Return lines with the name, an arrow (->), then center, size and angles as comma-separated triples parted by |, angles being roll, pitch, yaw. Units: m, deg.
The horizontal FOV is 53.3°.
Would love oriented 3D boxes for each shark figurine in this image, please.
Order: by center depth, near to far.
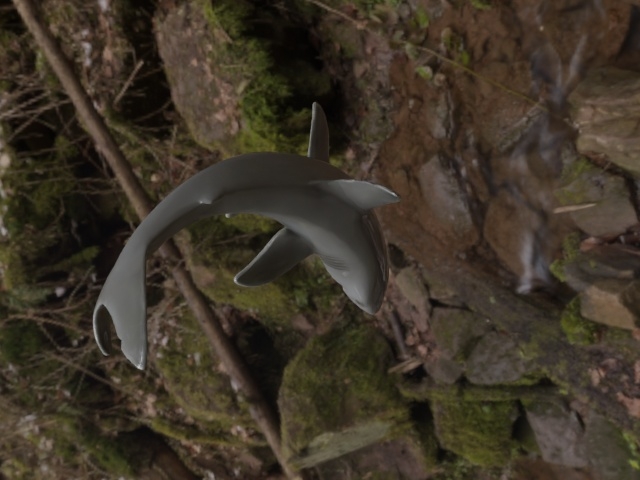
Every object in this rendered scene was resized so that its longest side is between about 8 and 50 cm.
shark figurine -> -0.014, -0.016, 0.401 | 0.116, 0.278, 0.166 | 5, 95, 38
